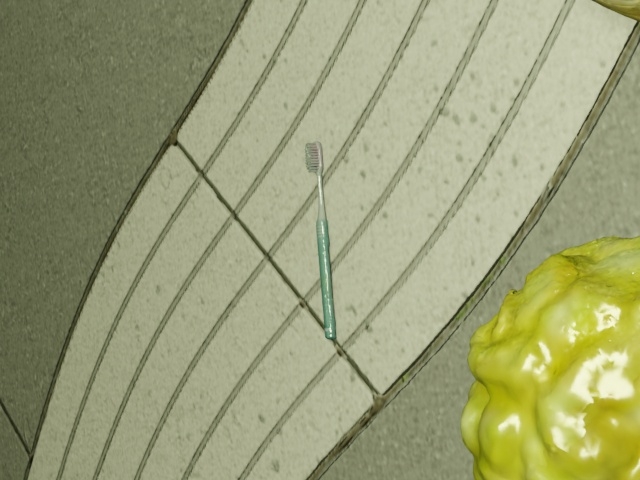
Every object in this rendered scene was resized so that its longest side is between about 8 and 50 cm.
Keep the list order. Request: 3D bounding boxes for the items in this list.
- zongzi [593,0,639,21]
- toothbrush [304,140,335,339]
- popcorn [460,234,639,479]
[{"bbox_3d":[0.151,-0.277,1.026,0.256,0.115,0.228,-126,18,-50],"label":"zongzi"},{"bbox_3d":[0.000,0.000,1.387,0.011,0.014,0.167,-6,88,47],"label":"toothbrush"},{"bbox_3d":[0.208,0.090,0.883,0.235,0.250,0.241,-11,83,64],"label":"popcorn"}]
